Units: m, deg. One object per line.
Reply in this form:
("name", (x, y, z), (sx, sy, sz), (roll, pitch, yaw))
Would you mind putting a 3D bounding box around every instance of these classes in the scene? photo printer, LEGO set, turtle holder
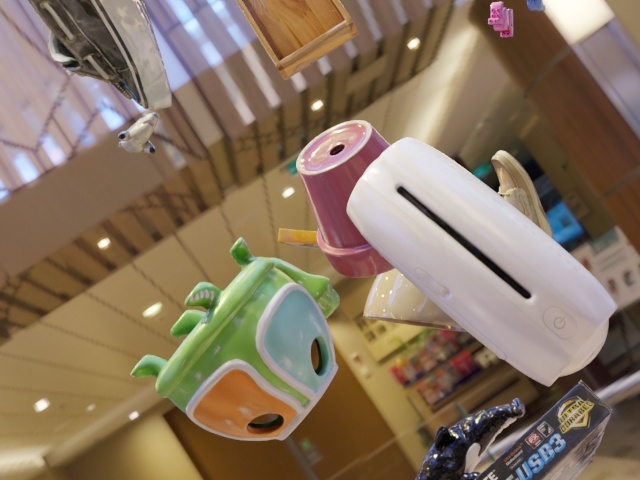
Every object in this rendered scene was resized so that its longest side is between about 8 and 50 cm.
("photo printer", (0.152, 0.026, 0.981), (0.107, 0.256, 0.307), (-49, -15, 2))
("LEGO set", (0.327, -0.459, 1.750), (0.087, 0.227, 0.093), (2, 8, 31))
("turtle holder", (-0.097, 0.154, 1.519), (0.243, 0.227, 0.320), (-52, 0, 10))

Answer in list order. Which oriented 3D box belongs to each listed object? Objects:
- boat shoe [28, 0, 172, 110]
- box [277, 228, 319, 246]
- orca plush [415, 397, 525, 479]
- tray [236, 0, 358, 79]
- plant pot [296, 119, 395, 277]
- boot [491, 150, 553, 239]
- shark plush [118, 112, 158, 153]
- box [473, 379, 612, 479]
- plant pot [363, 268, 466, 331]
("boat shoe", (-0.260, -0.246, 1.212), (0.119, 0.121, 0.335), (-20, -23, -1))
("box", (0.000, 0.000, 1.893), (0.136, 0.028, 0.081), (3, -5, 16))
("orca plush", (0.287, 0.413, 2.136), (0.287, 0.102, 0.151), (-37, 33, 21))
("tray", (-0.100, -0.594, 2.466), (0.202, 0.411, 0.076), (-31, -21, 3))
("plant pot", (0.062, -0.074, 1.594), (0.201, 0.180, 0.201), (-25, 29, 15))
("boot", (0.347, -0.053, 2.068), (0.165, 0.213, 0.077), (-29, 13, -8))
("shark plush", (-0.343, -0.198, 1.984), (0.161, 0.073, 0.067), (156, 134, -72))
("box", (0.302, 0.372, 1.577), (0.295, 0.073, 0.293), (-41, -24, -11))
("plant pot", (0.253, 0.108, 2.514), (0.284, 0.191, 0.284), (7, -6, 1))
